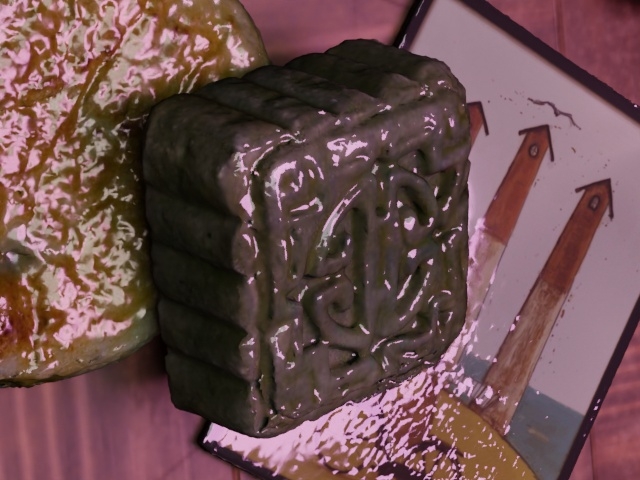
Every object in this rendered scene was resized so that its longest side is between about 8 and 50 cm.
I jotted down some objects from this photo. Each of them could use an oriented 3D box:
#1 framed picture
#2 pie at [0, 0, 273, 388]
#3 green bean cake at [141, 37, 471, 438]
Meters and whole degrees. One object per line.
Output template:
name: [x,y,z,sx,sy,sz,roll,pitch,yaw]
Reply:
framed picture: [0.094,0.032,1.039,0.244,0.013,0.323,30,80,-24]
pie: [-0.149,-0.058,0.886,0.277,0.078,0.277,-3,95,-34]
green bean cake: [0.000,0.000,0.905,0.183,0.094,0.185,-23,121,-40]
